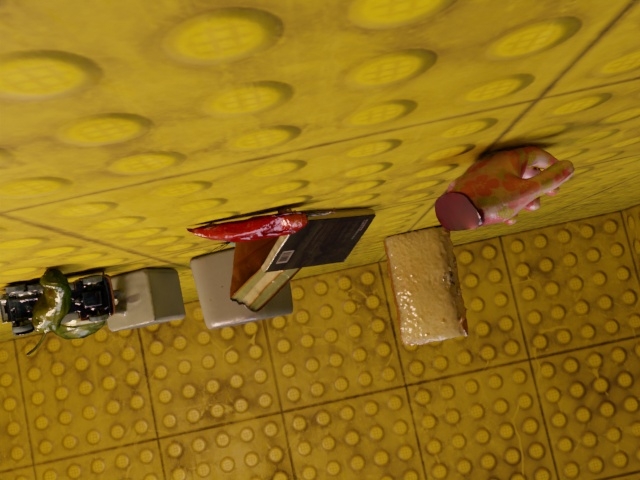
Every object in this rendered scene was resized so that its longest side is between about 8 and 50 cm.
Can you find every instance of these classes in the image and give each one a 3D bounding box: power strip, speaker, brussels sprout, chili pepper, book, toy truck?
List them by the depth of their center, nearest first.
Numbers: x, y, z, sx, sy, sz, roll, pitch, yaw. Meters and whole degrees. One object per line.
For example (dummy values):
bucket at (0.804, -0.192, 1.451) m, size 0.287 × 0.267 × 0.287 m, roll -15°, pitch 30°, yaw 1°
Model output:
chili pepper at (-0.102, -0.027, 1.135) m, size 0.267 × 0.051 × 0.059 m, roll -10°, pitch -171°, yaw -7°
chili pepper at (-0.560, 0.140, 1.315) m, size 0.073 × 0.072 × 0.204 m, roll -3°, pitch 134°, yaw -40°
book at (0.000, 0.000, 1.325) m, size 0.228 × 0.024 × 0.160 m, roll -6°, pitch 140°, yaw -43°
toy truck at (-0.592, 0.134, 1.427) m, size 0.256 × 0.108 × 0.140 m, roll -9°, pitch -174°, yaw -13°
power strip at (-0.462, 0.150, 1.618) m, size 0.140 × 0.139 × 0.224 m, roll -12°, pitch 174°, yaw 14°
brussels sprout at (-0.641, 0.193, 1.700) m, size 0.183 × 0.132 × 0.145 m, roll -9°, pitch 180°, yaw 18°
speaker at (-0.196, 0.128, 1.725) m, size 0.183 × 0.185 × 0.406 m, roll -14°, pitch 173°, yaw 10°

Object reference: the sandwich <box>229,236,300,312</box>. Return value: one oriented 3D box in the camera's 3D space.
sandwich at (-0.084, 0.057, 1.348) m, size 0.187 × 0.144 × 0.117 m, roll -15°, pitch 152°, yaw 22°

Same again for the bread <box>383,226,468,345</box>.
bread at (0.354, 0.152, 2.124) m, size 0.236 × 0.376 × 0.165 m, roll -9°, pitch 176°, yaw 2°

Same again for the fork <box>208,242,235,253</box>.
fork at (-0.181, 0.014, 1.493) m, size 0.039 × 0.021 × 0.235 m, roll -11°, pitch 177°, yaw 28°

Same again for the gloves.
gloves at (0.304, -0.093, 1.039) m, size 0.241 × 0.126 × 0.145 m, roll -34°, pitch 164°, yaw -30°
